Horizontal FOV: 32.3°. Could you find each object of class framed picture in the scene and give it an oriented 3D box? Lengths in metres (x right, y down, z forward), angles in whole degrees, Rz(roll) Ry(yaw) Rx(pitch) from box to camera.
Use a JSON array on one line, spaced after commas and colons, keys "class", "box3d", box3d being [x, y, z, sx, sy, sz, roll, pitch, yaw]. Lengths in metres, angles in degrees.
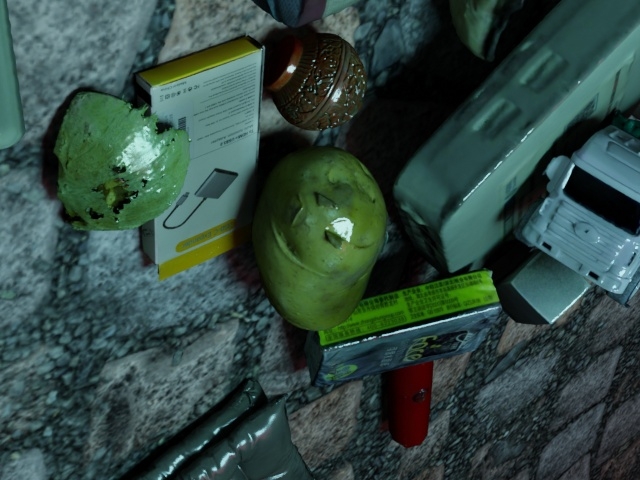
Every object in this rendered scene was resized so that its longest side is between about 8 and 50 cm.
[{"class": "framed picture", "box3d": [0.246, 0.030, 1.539, 0.128, 0.023, 0.168, -42, 179, -37]}]

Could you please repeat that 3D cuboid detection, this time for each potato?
[{"class": "potato", "box3d": [0.000, 0.000, 1.193, 0.248, 0.143, 0.169, 93, 17, -54]}]

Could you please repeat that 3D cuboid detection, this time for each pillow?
[{"class": "pillow", "box3d": [-0.161, 0.343, 1.428, 0.326, 0.101, 0.228, -38, 142, -18]}]

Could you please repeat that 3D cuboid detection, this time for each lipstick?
[{"class": "lipstick", "box3d": [0.292, 0.065, 1.524, 0.076, 0.080, 0.371, -44, 174, 0]}, {"class": "lipstick", "box3d": [0.133, 0.203, 1.642, 0.073, 0.073, 0.279, -31, 142, -24]}]

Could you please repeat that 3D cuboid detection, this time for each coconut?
[{"class": "coconut", "box3d": [-0.180, -0.062, 0.999, 0.133, 0.055, 0.158, -12, 134, -1]}]

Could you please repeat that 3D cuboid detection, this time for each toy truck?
[{"class": "toy truck", "box3d": [0.375, -0.063, 1.326, 0.363, 0.176, 0.178, -28, 146, -54]}]

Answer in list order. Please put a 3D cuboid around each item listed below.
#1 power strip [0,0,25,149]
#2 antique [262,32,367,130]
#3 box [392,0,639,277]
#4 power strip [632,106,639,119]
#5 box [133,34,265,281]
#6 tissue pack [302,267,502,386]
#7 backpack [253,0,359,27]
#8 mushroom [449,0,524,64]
[{"class": "power strip", "box3d": [-0.311, -0.116, 0.722, 0.139, 0.224, 0.140, -12, 98, -42]}, {"class": "antique", "box3d": [-0.001, -0.156, 1.090, 0.104, 0.104, 0.104, -30, 143, -26]}, {"class": "box", "box3d": [0.258, -0.133, 1.333, 0.396, 0.111, 0.396, -45, 163, -3]}, {"class": "power strip", "box3d": [0.487, -0.246, 1.576, 0.154, 0.078, 0.154, -29, 142, -26]}, {"class": "box", "box3d": [-0.120, -0.077, 1.097, 0.129, 0.033, 0.247, -26, 141, -32]}, {"class": "tissue pack", "box3d": [0.098, 0.115, 1.408, 0.236, 0.073, 0.173, -12, 159, -12]}, {"class": "backpack", "box3d": [0.048, -0.352, 0.862, 0.283, 0.197, 0.317, -27, 137, -27]}, {"class": "mushroom", "box3d": [0.251, -0.351, 1.167, 0.344, 0.130, 0.247, -46, 174, 3]}]
